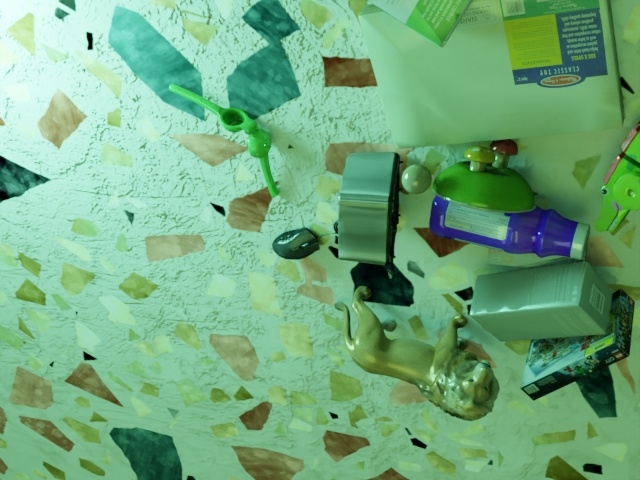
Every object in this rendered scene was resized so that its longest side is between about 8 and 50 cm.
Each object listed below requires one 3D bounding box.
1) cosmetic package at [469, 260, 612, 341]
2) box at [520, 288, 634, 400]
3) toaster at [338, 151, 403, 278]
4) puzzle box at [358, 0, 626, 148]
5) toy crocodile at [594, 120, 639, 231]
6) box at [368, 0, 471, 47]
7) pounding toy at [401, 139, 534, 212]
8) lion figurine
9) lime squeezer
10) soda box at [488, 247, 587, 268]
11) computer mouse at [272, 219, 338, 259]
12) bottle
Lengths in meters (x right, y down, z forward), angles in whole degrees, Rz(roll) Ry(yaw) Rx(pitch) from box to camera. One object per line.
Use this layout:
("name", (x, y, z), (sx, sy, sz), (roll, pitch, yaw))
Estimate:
("cosmetic package", (0.423, 0.122, 1.780), (0.238, 0.107, 0.127), (-6, 146, 41))
("box", (0.506, 0.207, 1.820), (0.044, 0.159, 0.233), (43, 131, -12))
("toaster", (0.096, -0.054, 1.757), (0.110, 0.185, 0.168), (4, 130, 7))
("puzzle box", (0.292, -0.297, 1.567), (0.409, 0.052, 0.272), (-3, 125, 24))
("toy crocodile", (0.548, -0.153, 1.541), (0.105, 0.115, 0.340), (36, 133, 17))
("box", (0.119, -0.484, 1.442), (0.322, 0.058, 0.232), (35, 126, 3))
("pounding toy", (0.273, -0.132, 1.649), (0.237, 0.183, 0.110), (11, 107, 8))
("lion figurine", (0.185, 0.243, 1.928), (0.392, 0.240, 0.142), (10, 130, 15))
("lime squeezer", (-0.161, -0.215, 1.832), (0.310, 0.059, 0.110), (45, 160, -18))
("soda box", (0.415, 0.014, 1.768), (0.183, 0.058, 0.063), (6, 129, 19))
("computer mouse", (0.000, 0.000, 1.939), (0.242, 0.041, 0.071), (-15, 120, 30))
("bottle", (0.347, -0.029, 1.701), (0.283, 0.118, 0.092), (14, 115, 21))
